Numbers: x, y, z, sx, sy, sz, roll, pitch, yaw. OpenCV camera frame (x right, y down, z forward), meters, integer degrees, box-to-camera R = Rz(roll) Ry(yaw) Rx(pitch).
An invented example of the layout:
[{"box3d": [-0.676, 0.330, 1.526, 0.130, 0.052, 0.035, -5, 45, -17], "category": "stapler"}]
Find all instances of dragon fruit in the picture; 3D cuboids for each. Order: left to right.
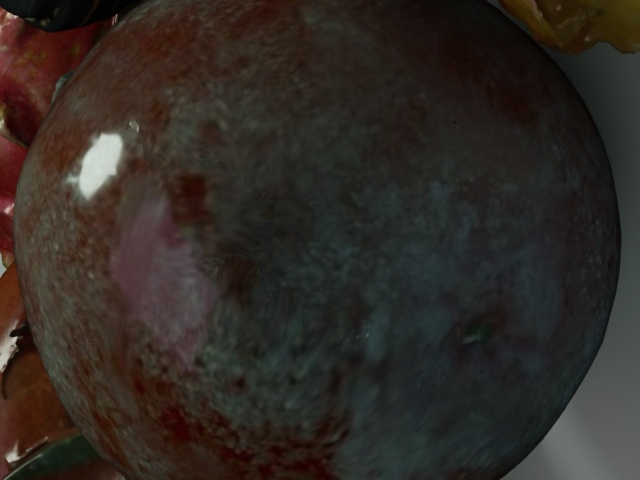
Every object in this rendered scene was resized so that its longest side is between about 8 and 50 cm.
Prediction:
[{"box3d": [-0.177, -0.116, 1.237, 0.231, 0.237, 0.302, 29, 119, 25], "category": "dragon fruit"}]

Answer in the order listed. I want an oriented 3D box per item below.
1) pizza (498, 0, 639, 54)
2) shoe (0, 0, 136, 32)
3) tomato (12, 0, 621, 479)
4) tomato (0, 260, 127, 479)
[{"box3d": [0.060, -0.191, 0.696, 0.277, 0.114, 0.409, 52, 165, -18], "category": "pizza"}, {"box3d": [-0.109, -0.265, 0.971, 0.384, 0.237, 0.171, -121, 25, -47], "category": "shoe"}, {"box3d": [0.000, 0.000, 0.887, 0.282, 0.317, 0.316, 33, 137, 49], "category": "tomato"}, {"box3d": [-0.082, 0.135, 1.140, 0.341, 0.341, 0.273, 64, 164, 7], "category": "tomato"}]
